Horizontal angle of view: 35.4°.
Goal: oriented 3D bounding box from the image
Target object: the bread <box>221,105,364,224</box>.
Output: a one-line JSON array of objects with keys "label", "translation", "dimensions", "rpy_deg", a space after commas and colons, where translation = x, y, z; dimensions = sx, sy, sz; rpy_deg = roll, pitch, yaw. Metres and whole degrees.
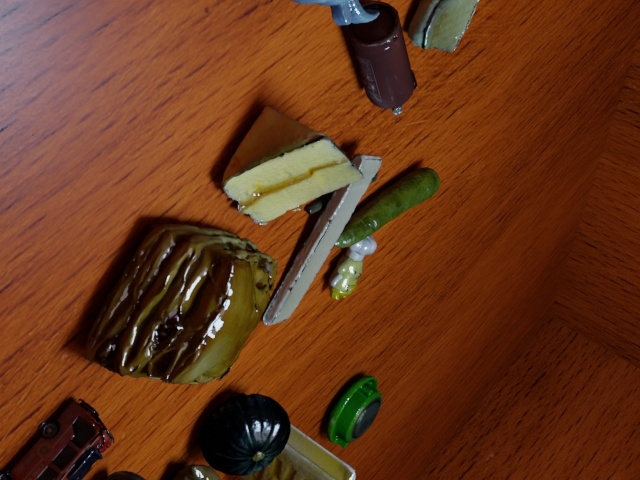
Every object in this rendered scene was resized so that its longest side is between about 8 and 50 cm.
[{"label": "bread", "translation": [-0.050, -0.097, 1.667], "dimensions": [0.178, 0.135, 0.240], "rpy_deg": [-58, 159, -2]}]

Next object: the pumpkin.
[{"label": "pumpkin", "translation": [-0.154, 0.395, 2.036], "dimensions": [0.194, 0.150, 0.194], "rpy_deg": [-32, 135, -38]}]

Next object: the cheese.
[{"label": "cheese", "translation": [0.002, 0.001, 1.974], "dimensions": [0.085, 0.034, 0.400], "rpy_deg": [1, 124, -58]}]

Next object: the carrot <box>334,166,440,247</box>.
[{"label": "carrot", "translation": [0.139, -0.070, 2.160], "dimensions": [0.358, 0.074, 0.074], "rpy_deg": [-33, 146, -40]}]

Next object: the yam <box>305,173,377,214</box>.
[{"label": "yam", "translation": [0.045, -0.092, 1.998], "dimensions": [0.234, 0.027, 0.029], "rpy_deg": [-30, 170, -47]}]

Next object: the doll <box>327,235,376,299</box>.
[{"label": "doll", "translation": [0.067, 0.051, 2.167], "dimensions": [0.106, 0.062, 0.162], "rpy_deg": [-12, 128, -65]}]

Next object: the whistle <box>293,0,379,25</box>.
[{"label": "whistle", "translation": [0.029, -0.408, 1.506], "dimensions": [0.269, 0.093, 0.180], "rpy_deg": [-35, 122, -45]}]

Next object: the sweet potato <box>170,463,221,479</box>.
[{"label": "sweet potato", "translation": [-0.289, 0.610, 2.073], "dimensions": [0.130, 0.130, 0.422], "rpy_deg": [-27, 147, -50]}]

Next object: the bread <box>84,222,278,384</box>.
[{"label": "bread", "translation": [-0.196, 0.121, 1.601], "dimensions": [0.277, 0.167, 0.324], "rpy_deg": [-60, 155, 2]}]

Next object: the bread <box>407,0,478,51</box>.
[{"label": "bread", "translation": [0.245, -0.438, 1.928], "dimensions": [0.232, 0.064, 0.172], "rpy_deg": [-48, 155, -20]}]

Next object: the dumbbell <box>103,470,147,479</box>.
[{"label": "dumbbell", "translation": [-0.407, 0.539, 1.675], "dimensions": [0.406, 0.179, 0.179], "rpy_deg": [-31, 144, -47]}]

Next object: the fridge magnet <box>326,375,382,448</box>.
[{"label": "fridge magnet", "translation": [0.092, 0.454, 2.662], "dimensions": [0.208, 0.088, 0.208], "rpy_deg": [-44, 153, -30]}]

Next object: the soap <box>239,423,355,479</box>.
[{"label": "soap", "translation": [-0.064, 0.503, 2.184], "dimensions": [0.089, 0.274, 0.173], "rpy_deg": [-28, 142, -51]}]

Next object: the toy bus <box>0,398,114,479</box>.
[{"label": "toy bus", "translation": [-0.420, 0.356, 1.536], "dimensions": [0.235, 0.096, 0.073], "rpy_deg": [-48, 157, -20]}]

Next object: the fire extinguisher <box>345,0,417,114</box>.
[{"label": "fire extinguisher", "translation": [0.114, -0.315, 1.791], "dimensions": [0.105, 0.105, 0.269], "rpy_deg": [-54, 156, -12]}]
